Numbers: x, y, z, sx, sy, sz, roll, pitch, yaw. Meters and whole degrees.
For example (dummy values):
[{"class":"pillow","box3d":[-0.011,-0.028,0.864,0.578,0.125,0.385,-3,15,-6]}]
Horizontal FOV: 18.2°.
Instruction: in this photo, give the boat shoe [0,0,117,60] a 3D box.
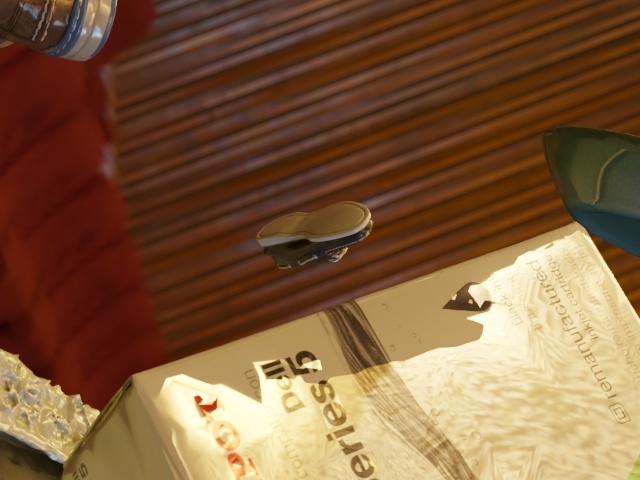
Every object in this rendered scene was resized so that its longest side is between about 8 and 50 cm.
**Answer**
[{"class":"boat shoe","box3d":[-0.164,-0.127,0.945,0.183,0.066,0.066,14,-88,55]}]

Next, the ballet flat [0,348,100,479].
[{"class":"ballet flat","box3d":[-0.207,0.151,1.258,0.409,0.147,0.147,28,28,-48]}]

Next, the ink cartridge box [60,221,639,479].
[{"class":"ink cartridge box","box3d":[0.047,0.131,0.934,0.198,0.273,0.115,61,-35,16]}]

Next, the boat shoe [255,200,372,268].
[{"class":"boat shoe","box3d":[0.000,0.000,1.558,0.125,0.046,0.038,-11,-61,46]}]

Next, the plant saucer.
[{"class":"plant saucer","box3d":[0.122,-0.003,0.624,0.119,0.119,0.021,148,-35,-83]}]
